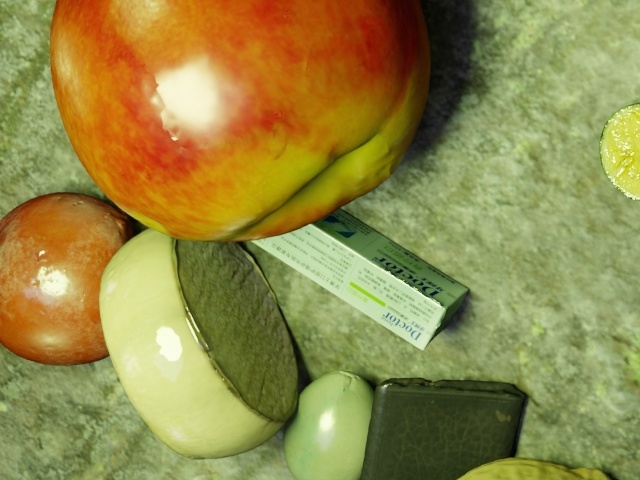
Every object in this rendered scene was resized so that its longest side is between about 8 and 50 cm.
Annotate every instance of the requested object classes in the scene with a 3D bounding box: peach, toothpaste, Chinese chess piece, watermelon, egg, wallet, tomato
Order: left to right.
[{"bbox_3d":[-0.304,0.046,1.878,0.184,0.208,0.208,-5,105,6],"label":"tomato"},{"bbox_3d":[-0.130,0.108,1.782,0.112,0.270,0.270,-26,94,19],"label":"Chinese chess piece"},{"bbox_3d":[-0.090,-0.188,1.626,0.388,0.388,0.388,8,109,23],"label":"peach"},{"bbox_3d":[0.000,0.000,1.796,0.336,0.081,0.067,33,117,12],"label":"toothpaste"},{"bbox_3d":[0.016,0.219,1.838,0.114,0.114,0.152,23,118,17],"label":"egg"},{"bbox_3d":[0.122,0.302,1.830,0.170,0.044,0.321,6,111,-8],"label":"wallet"},{"bbox_3d":[0.337,-0.095,1.621,0.105,0.062,0.105,13,117,26],"label":"watermelon"}]

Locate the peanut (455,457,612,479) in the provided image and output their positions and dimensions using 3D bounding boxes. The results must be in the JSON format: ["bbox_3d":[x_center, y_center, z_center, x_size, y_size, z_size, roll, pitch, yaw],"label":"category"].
[{"bbox_3d":[0.179,0.323,1.751,0.305,0.147,0.147,-24,96,-3],"label":"peanut"}]
